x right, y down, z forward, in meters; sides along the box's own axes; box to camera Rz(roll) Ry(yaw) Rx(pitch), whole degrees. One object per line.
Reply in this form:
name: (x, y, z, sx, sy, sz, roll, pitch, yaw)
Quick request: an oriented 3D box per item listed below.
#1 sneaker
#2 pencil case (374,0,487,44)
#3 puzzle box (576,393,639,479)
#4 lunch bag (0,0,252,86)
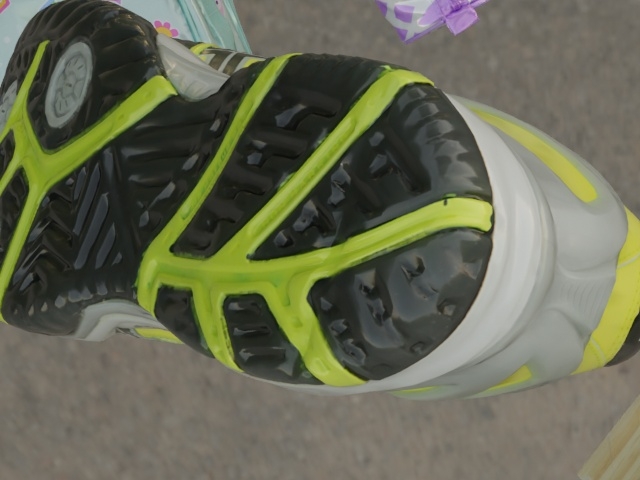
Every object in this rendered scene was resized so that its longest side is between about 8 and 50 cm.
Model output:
sneaker: (-0.028, -0.006, 0.678, 0.384, 0.147, 0.145, 23, 94, 53)
pencil case: (0.045, -0.240, 1.186, 0.086, 0.088, 0.206, -35, 99, -10)
puzzle box: (0.368, 0.012, 1.229, 0.052, 0.409, 0.272, 43, 38, 18)
lunch bag: (-0.153, -0.120, 1.443, 0.224, 0.279, 0.108, -16, 18, 21)
